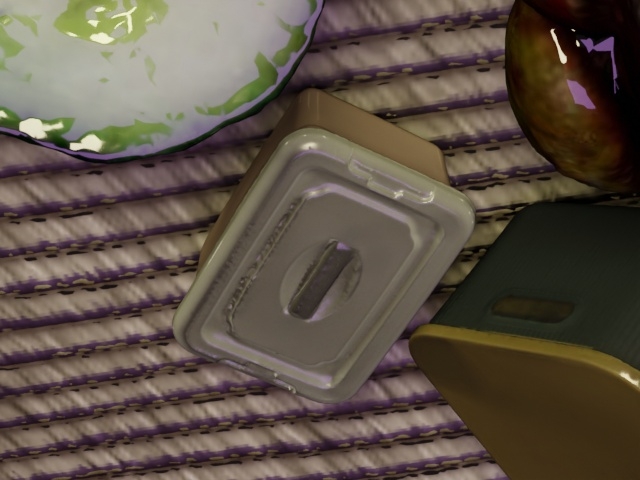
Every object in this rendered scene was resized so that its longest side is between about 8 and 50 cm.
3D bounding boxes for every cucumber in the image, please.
[{"bbox_3d":[-0.071,-0.130,0.589,0.191,0.130,0.191,-2,122,-4],"label":"cucumber"}]

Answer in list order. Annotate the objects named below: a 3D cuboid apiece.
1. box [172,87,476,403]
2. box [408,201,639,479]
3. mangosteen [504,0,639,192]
[{"bbox_3d":[0.000,0.000,0.720,0.089,0.062,0.122,23,123,-17],"label":"box"},{"bbox_3d":[0.149,0.077,0.727,0.144,0.090,0.201,4,141,53],"label":"box"},{"bbox_3d":[0.186,-0.109,0.528,0.347,0.307,0.307,-2,132,37],"label":"mangosteen"}]
